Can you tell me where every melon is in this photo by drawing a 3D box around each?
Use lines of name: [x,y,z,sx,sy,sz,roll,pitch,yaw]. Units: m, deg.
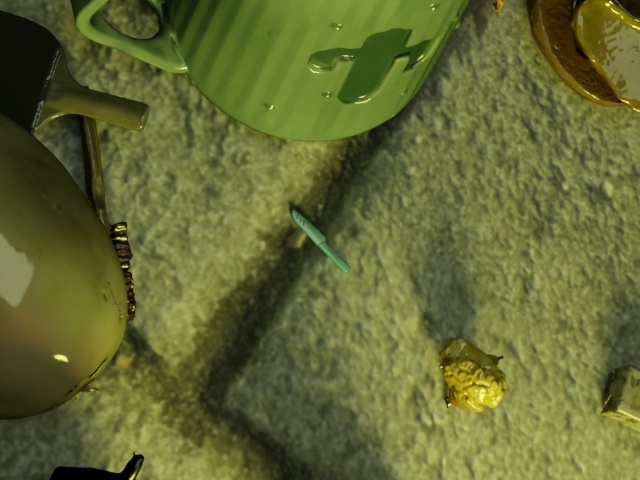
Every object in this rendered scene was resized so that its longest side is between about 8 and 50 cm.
melon: [-0.307,0.018,1.223,0.223,0.223,0.317,-38,92,-22]

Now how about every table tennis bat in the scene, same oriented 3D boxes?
table tennis bat: [-0.291,-0.155,1.345,0.246,0.022,0.138,15,76,0]

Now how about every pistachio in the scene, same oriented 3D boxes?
pistachio: [0.348,-0.223,1.548,0.089,0.049,0.173,-36,99,2]

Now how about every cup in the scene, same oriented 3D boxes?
cup: [-0.016,-0.269,1.309,0.401,0.392,0.310,-40,87,-17]

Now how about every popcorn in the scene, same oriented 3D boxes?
popcorn: [0.155,0.151,1.442,0.084,0.084,0.084,4,77,-18]

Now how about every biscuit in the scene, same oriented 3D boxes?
biscuit: [0.326,-0.256,1.597,0.181,0.049,0.208,-13,86,-22]

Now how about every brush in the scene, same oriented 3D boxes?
brush: [-0.217,-0.032,1.365,0.036,0.043,0.248,-4,78,-27]

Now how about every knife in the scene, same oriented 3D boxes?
knife: [0.000,0.000,1.451,0.091,0.005,0.014,45,69,-4]

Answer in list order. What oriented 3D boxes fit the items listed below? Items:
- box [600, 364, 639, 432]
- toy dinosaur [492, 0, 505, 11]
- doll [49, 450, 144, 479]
box: [0.368,0.185,1.517,0.098,0.045,0.062,23,70,-12]
toy dinosaur: [0.199,-0.394,1.577,0.117,0.070,0.288,20,68,-3]
doll: [-0.234,0.308,1.265,0.127,0.088,0.248,33,78,-32]
